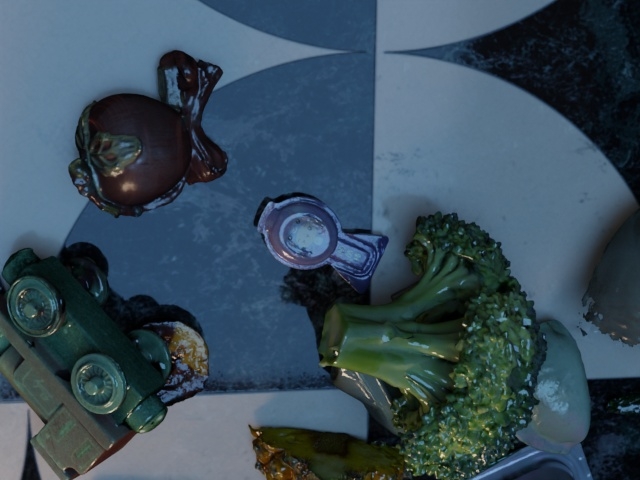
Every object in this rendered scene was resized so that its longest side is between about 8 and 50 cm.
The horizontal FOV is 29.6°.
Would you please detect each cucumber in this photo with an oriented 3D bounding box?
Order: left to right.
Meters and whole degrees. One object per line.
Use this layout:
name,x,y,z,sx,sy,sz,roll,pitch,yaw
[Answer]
cucumber,0.572,0.249,1.900,0.256,0.043,0.044,-3,109,-9

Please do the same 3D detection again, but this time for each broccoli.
broccoli,0.176,0.135,1.640,0.302,0.249,0.375,21,69,-48

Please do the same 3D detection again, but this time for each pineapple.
pineapple,0.015,0.372,1.767,0.249,0.164,0.140,9,106,-15

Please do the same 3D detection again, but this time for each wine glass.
wine glass,0.513,0.005,1.773,0.190,0.190,0.357,18,98,-13

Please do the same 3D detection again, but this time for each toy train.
toy train,-0.347,0.164,1.650,0.304,0.150,0.221,49,118,7

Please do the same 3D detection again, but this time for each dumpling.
dumpling,0.327,0.229,1.819,0.149,0.105,0.217,-13,98,-5

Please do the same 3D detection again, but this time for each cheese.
cheese,0.000,0.000,1.753,0.190,0.042,0.105,22,97,-15

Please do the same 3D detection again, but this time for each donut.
donut,-0.228,0.174,1.735,0.140,0.059,0.141,-2,100,-9

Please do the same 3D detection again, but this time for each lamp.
lamp,-0.243,-0.144,1.643,0.223,0.151,0.215,-23,116,-50

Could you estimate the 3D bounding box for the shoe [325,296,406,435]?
shoe,0.058,0.194,1.767,0.100,0.103,0.251,-19,117,23

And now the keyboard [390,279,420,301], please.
keyboard,0.187,0.064,1.812,0.165,0.017,0.055,-28,108,-4

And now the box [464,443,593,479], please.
box,0.341,0.493,1.871,0.264,0.106,0.337,-23,102,-5
